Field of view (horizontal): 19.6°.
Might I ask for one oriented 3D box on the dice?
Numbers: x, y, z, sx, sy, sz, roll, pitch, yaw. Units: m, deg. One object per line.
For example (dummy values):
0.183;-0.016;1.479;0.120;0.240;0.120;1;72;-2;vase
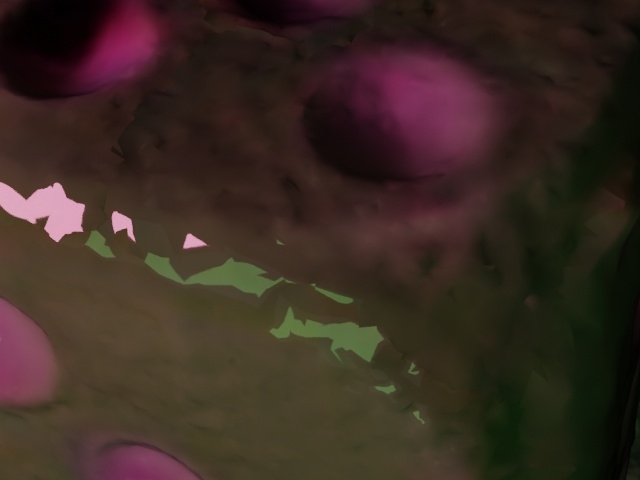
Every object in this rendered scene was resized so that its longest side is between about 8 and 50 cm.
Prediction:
0.000;0.000;0.863;0.330;0.318;0.322;15;140;15;dice
